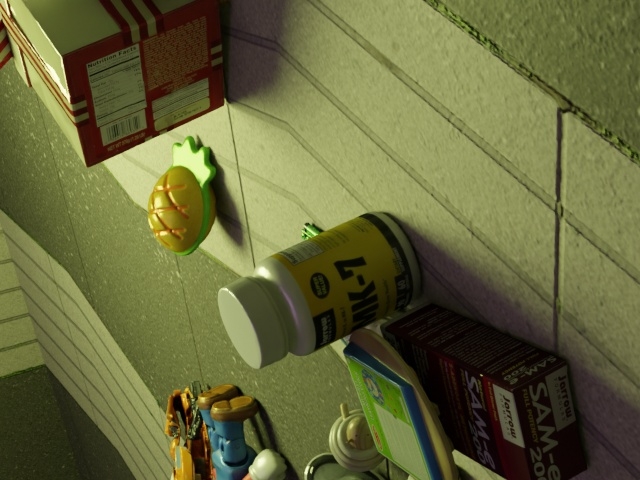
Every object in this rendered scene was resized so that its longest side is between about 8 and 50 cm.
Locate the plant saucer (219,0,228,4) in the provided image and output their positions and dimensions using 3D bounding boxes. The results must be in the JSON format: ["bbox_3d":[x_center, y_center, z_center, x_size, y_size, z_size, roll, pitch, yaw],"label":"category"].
[{"bbox_3d":[-0.139,-0.338,1.465,0.083,0.013,0.083,46,150,37],"label":"plant saucer"}]

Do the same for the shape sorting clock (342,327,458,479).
[{"bbox_3d":[0.090,0.187,1.265,0.206,0.040,0.206,49,157,30],"label":"shape sorting clock"}]

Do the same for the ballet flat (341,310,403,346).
[{"bbox_3d":[0.086,0.134,1.385,0.079,0.077,0.221,-38,82,48],"label":"ballet flat"}]

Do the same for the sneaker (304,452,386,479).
[{"bbox_3d":[0.062,0.363,1.558,0.268,0.101,0.153,41,170,34],"label":"sneaker"}]

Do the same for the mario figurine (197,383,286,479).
[{"bbox_3d":[-0.127,0.420,2.100,0.198,0.170,0.321,-66,-29,-72],"label":"mario figurine"}]

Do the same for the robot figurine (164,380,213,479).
[{"bbox_3d":[-0.254,0.418,2.249,0.211,0.085,0.291,107,158,-60],"label":"robot figurine"}]

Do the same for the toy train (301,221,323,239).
[{"bbox_3d":[0.000,0.000,1.494,0.083,0.017,0.024,37,134,49],"label":"toy train"}]

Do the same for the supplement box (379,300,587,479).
[{"bbox_3d":[0.166,0.160,1.222,0.239,0.073,0.130,20,131,58],"label":"supplement box"}]

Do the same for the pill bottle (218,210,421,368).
[{"bbox_3d":[-0.002,0.057,1.307,0.119,0.208,0.119,47,152,36],"label":"pill bottle"}]

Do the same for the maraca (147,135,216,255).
[{"bbox_3d":[-0.208,-0.066,1.782,0.127,0.099,0.186,33,117,36],"label":"maraca"}]

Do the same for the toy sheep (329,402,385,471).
[{"bbox_3d":[0.053,0.268,1.562,0.091,0.091,0.132,55,169,23],"label":"toy sheep"}]

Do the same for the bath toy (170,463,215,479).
[{"bbox_3d":[-0.214,0.607,2.416,0.151,0.129,0.348,-69,-29,-67],"label":"bath toy"}]

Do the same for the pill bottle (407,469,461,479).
[{"bbox_3d":[0.153,0.337,1.431,0.065,0.065,0.116,11,122,62],"label":"pill bottle"}]

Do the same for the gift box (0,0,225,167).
[{"bbox_3d":[-0.295,-0.274,1.555,0.258,0.255,0.276,53,154,27],"label":"gift box"}]
